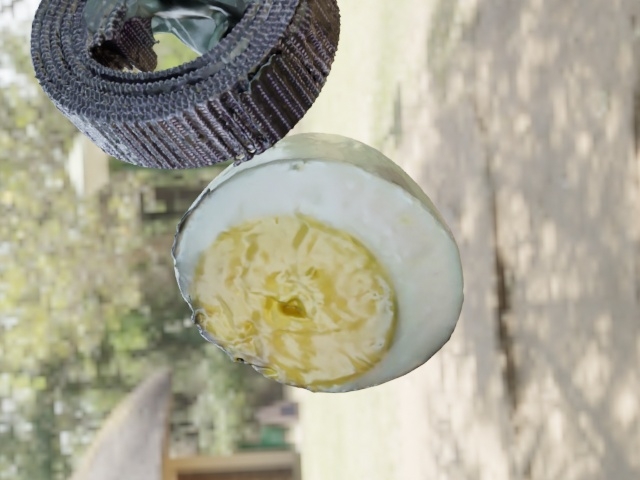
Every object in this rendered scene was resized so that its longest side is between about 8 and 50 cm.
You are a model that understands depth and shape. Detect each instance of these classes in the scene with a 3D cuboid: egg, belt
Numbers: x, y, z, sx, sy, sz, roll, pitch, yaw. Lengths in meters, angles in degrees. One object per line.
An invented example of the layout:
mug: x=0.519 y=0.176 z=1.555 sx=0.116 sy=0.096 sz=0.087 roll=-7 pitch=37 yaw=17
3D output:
egg: x=0.000 y=0.000 z=1.894 sx=0.201 sy=0.337 sz=0.337 roll=-86 pitch=-5 yaw=-57
belt: x=-0.134 y=-0.198 z=1.584 sx=0.122 sy=0.325 sz=0.260 roll=48 pitch=-118 yaw=-47
